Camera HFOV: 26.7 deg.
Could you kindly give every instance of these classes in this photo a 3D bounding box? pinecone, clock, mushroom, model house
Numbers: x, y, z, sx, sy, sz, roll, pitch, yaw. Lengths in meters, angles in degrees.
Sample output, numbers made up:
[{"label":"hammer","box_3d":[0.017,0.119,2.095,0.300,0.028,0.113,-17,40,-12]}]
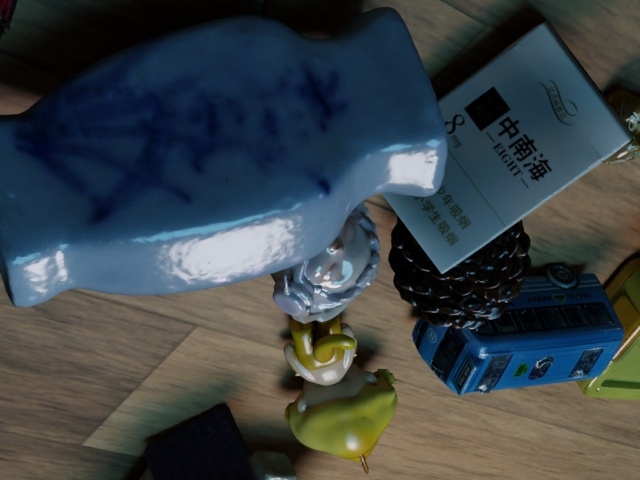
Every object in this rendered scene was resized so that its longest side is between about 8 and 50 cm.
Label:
[{"label":"pinecone","box_3d":[0.158,0.028,1.548,0.163,0.163,0.165,-19,156,-6]},{"label":"clock","box_3d":[0.433,0.121,1.833,0.143,0.096,0.202,10,130,-32]},{"label":"mushroom","box_3d":[0.405,-0.133,1.546,0.209,0.071,0.084,-5,106,-27]},{"label":"model house","box_3d":[-0.083,0.371,1.765,0.312,0.245,0.280,10,124,-33]}]

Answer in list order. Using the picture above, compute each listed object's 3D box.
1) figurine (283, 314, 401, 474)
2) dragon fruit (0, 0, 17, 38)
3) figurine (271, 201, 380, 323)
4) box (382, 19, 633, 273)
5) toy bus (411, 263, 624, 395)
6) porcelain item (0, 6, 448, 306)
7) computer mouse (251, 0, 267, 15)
[{"label":"figurine","box_3d":[0.023,0.189,1.696,0.156,0.131,0.246,-21,128,1]},{"label":"dragon fruit","box_3d":[-0.287,-0.279,0.995,0.161,0.126,0.274,-59,165,-14]},{"label":"figurine","box_3d":[-0.003,-0.001,1.431,0.162,0.141,0.237,-62,147,-17]},{"label":"box","box_3d":[0.182,-0.096,1.402,0.243,0.155,0.067,-35,-178,17]},{"label":"toy bus","box_3d":[0.250,0.116,1.704,0.246,0.134,0.113,-3,138,-25]},{"label":"porcelain item","box_3d":[-0.103,-0.074,1.216,0.405,0.242,0.178,-17,166,-14]},{"label":"computer mouse","box_3d":[-0.049,-0.318,1.088,0.167,0.090,0.379,-6,151,-9]}]
